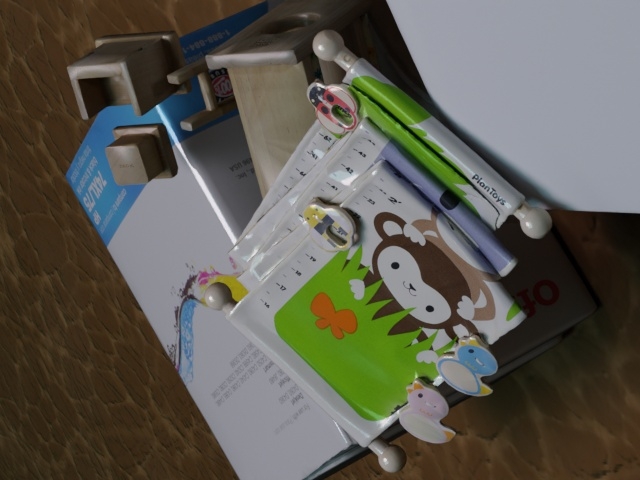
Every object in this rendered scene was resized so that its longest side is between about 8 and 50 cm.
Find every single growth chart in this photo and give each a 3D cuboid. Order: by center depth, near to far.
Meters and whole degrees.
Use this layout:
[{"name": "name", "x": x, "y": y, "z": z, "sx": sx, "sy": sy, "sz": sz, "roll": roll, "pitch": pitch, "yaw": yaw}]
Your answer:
[{"name": "growth chart", "x": 0.029, "y": 0.017, "z": 1.025, "sx": 0.172, "sy": 0.021, "sz": 0.237, "roll": 37, "pitch": 136, "yaw": 8}]

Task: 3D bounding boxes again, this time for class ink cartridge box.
[{"name": "ink cartridge box", "x": 0.000, "y": 0.000, "z": 1.259, "sx": 0.270, "sy": 0.198, "sz": 0.197, "roll": 60, "pitch": 153, "yaw": 8}]

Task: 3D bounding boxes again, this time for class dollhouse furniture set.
[{"name": "dollhouse furniture set", "x": -0.036, "y": -0.040, "z": 1.124, "sx": 0.161, "sy": 0.101, "sz": 0.182, "roll": 0, "pitch": 116, "yaw": 32}]

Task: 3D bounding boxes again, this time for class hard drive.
[{"name": "hard drive", "x": 0.104, "y": -0.145, "z": 0.846, "sx": 0.210, "sy": 0.040, "sz": 0.318, "roll": 3, "pitch": 133, "yaw": 40}]

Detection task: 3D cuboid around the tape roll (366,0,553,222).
[{"name": "tape roll", "x": 0.093, "y": -0.156, "z": 1.060, "sx": 0.286, "sy": 0.100, "sz": 0.286, "roll": 42, "pitch": 147, "yaw": 36}]
